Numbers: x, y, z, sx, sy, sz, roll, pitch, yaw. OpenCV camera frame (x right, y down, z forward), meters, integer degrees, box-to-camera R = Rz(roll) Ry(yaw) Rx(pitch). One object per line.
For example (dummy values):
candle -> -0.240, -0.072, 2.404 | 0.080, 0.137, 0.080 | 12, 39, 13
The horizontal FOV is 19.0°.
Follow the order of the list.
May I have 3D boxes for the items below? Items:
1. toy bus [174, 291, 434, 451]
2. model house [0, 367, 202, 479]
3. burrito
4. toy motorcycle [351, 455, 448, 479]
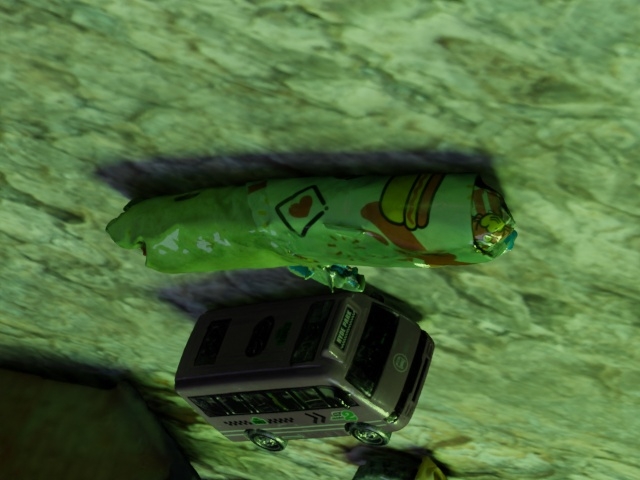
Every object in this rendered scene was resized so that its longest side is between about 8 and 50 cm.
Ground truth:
toy bus -> -0.014, 0.090, 1.343 | 0.178, 0.087, 0.098 | -9, 139, 43
model house -> -0.208, 0.279, 1.570 | 0.280, 0.312, 0.245 | 8, 150, 18
burrito -> 0.000, 0.000, 1.200 | 0.288, 0.054, 0.104 | -1, 152, 27
toy motorcycle -> 0.125, 0.257, 1.598 | 0.130, 0.094, 0.229 | -10, 128, 39
